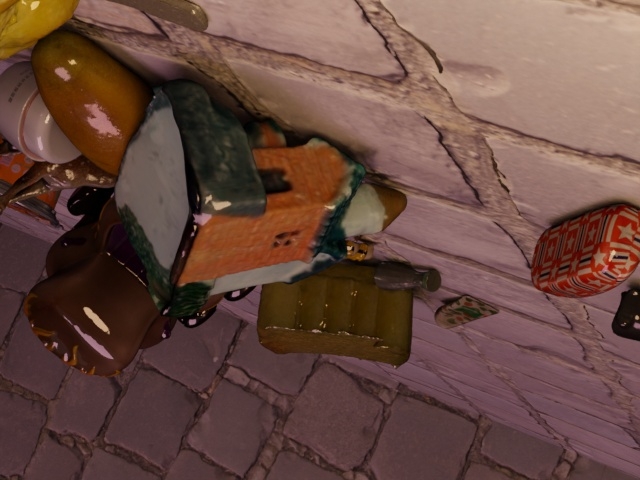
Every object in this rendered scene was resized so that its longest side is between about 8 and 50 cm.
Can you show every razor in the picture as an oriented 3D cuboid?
[{"bbox_3d":[0.376,0.095,1.216,0.148,0.054,0.090,21,169,23],"label":"razor"}]

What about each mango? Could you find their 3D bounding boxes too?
[{"bbox_3d":[-0.244,-0.154,1.287,0.136,0.099,0.227,24,163,28],"label":"mango"}]

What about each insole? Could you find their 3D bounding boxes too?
[{"bbox_3d":[-0.183,-0.221,1.031,0.192,0.010,0.063,21,170,17],"label":"insole"}]

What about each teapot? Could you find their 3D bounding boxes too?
[{"bbox_3d":[0.124,0.053,1.641,0.043,0.043,0.111,31,166,-33],"label":"teapot"}]

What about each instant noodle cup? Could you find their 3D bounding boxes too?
[{"bbox_3d":[-0.497,-0.117,1.976,0.178,0.125,0.208,18,168,30],"label":"instant noodle cup"}]

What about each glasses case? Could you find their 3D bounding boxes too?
[{"bbox_3d":[0.244,0.015,1.066,0.049,0.073,0.194,17,171,-7],"label":"glasses case"}]

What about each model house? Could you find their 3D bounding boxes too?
[{"bbox_3d":[-0.049,-0.047,1.254,0.291,0.184,0.253,-4,149,-23],"label":"model house"}]

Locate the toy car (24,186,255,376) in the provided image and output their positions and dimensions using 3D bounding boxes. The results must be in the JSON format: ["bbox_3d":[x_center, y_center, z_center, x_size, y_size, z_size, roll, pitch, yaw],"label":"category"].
[{"bbox_3d":[-0.258,0.042,1.644,0.271,0.240,0.341,46,136,-12],"label":"toy car"}]

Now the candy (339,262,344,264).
[{"bbox_3d":[-0.059,0.008,1.799,0.335,0.093,0.092,18,-145,-15],"label":"candy"}]

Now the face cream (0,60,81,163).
[{"bbox_3d":[-0.331,-0.156,1.418,0.104,0.117,0.117,29,173,26],"label":"face cream"}]

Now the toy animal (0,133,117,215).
[{"bbox_3d":[-0.317,-0.109,1.494,0.243,0.260,0.087,48,152,20],"label":"toy animal"}]

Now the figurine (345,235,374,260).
[{"bbox_3d":[-0.001,0.000,1.600,0.101,0.068,0.143,9,175,40],"label":"figurine"}]

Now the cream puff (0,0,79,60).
[{"bbox_3d":[-0.258,-0.235,0.710,0.282,0.185,0.282,34,-166,-10],"label":"cream puff"}]

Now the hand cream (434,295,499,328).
[{"bbox_3d":[0.211,0.106,1.754,0.057,0.037,0.165,26,164,-9],"label":"hand cream"}]

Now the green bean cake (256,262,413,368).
[{"bbox_3d":[0.026,0.113,1.798,0.236,0.124,0.233,6,166,4],"label":"green bean cake"}]
